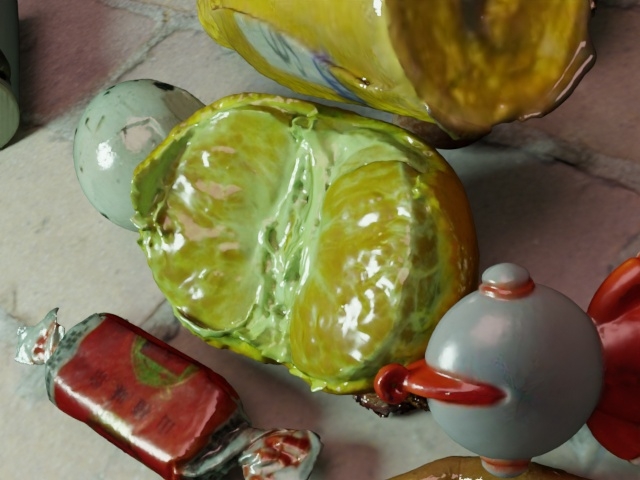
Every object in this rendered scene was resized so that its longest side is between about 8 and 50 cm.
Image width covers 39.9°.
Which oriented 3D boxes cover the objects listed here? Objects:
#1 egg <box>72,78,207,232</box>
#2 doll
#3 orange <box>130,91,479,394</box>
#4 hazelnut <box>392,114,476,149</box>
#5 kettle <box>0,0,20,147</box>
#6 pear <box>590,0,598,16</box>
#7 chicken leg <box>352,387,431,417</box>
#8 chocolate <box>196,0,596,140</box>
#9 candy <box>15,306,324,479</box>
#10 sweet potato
[{"bbox_3d":[-0.146,-0.079,0.748,0.131,0.131,0.164,-32,46,-5],"label":"egg"},{"bbox_3d":[0.150,0.071,0.496,0.245,0.142,0.076,-4,11,-5],"label":"doll"},{"bbox_3d":[0.001,-0.001,0.599,0.237,0.158,0.179,16,99,28],"label":"orange"},{"bbox_3d":[0.098,-0.109,0.713,0.086,0.086,0.086,-11,51,13],"label":"hazelnut"},{"bbox_3d":[-0.416,-0.191,0.945,0.211,0.160,0.243,-35,53,18],"label":"kettle"},{"bbox_3d":[0.165,-0.294,0.779,0.267,0.266,0.178,15,29,30],"label":"pear"},{"bbox_3d":[0.061,0.105,0.595,0.083,0.021,0.036,10,48,22],"label":"chicken leg"},{"bbox_3d":[0.011,-0.177,0.703,0.162,0.162,0.445,-42,26,-13],"label":"chocolate"},{"bbox_3d":[-0.123,0.113,0.635,0.292,0.059,0.086,23,68,34],"label":"candy"},{"bbox_3d":[0.097,0.151,0.534,0.179,0.044,0.044,-3,53,17],"label":"sweet potato"}]
